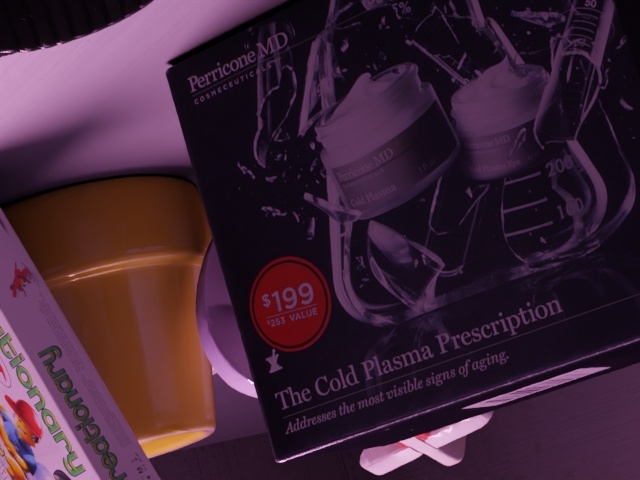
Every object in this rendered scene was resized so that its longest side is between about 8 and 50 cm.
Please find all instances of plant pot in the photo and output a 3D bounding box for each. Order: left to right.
[{"bbox_3d":[-0.207,0.091,1.394,0.254,0.239,0.254,-16,167,-4],"label":"plant pot"}]

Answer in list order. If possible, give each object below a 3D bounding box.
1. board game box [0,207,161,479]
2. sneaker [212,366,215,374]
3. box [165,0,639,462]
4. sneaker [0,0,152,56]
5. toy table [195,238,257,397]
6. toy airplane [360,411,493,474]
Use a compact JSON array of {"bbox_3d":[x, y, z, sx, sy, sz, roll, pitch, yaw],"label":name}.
[{"bbox_3d":[-0.269,0.112,1.246,0.053,0.305,0.193,-30,177,-38],"label":"board game box"},{"bbox_3d":[-0.184,0.099,1.731,0.258,0.169,0.447,-29,173,15],"label":"sneaker"},{"bbox_3d":[0.103,-0.038,1.050,0.343,0.312,0.179,-23,166,26],"label":"box"},{"bbox_3d":[-0.232,-0.130,0.728,0.331,0.122,0.146,-15,-174,-11],"label":"sneaker"},{"bbox_3d":[0.000,0.000,1.325,0.252,0.274,0.161,22,144,-13],"label":"toy table"},{"bbox_3d":[0.112,0.065,1.609,0.386,0.272,0.384,-42,-170,-1],"label":"toy airplane"}]
